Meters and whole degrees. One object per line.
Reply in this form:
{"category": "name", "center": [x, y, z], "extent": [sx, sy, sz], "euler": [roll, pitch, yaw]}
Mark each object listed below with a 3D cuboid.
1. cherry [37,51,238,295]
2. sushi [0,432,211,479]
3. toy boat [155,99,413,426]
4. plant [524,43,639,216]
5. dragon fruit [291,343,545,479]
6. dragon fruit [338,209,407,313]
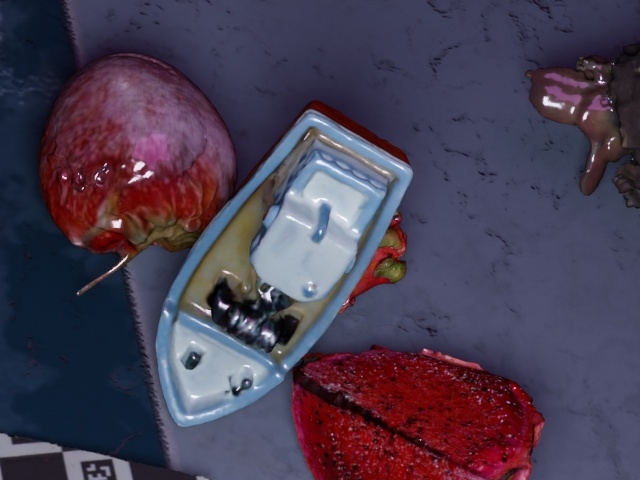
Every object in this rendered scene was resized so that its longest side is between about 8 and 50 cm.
{"category": "cherry", "center": [-0.186, -0.090, 1.844], "extent": [0.192, 0.175, 0.250], "euler": [-23, 49, 2]}
{"category": "sushi", "center": [-0.274, 0.290, 1.633], "extent": [0.294, 0.059, 0.292], "euler": [14, 41, 5]}
{"category": "toy boat", "center": [-0.048, 0.039, 1.712], "extent": [0.145, 0.332, 0.133], "euler": [30, 28, -11]}
{"category": "plant", "center": [0.367, -0.122, 2.006], "extent": [0.234, 0.204, 0.178], "euler": [-12, 73, 26]}
{"category": "dragon fruit", "center": [0.087, 0.194, 1.752], "extent": [0.261, 0.163, 0.189], "euler": [28, 96, 32]}
{"category": "dragon fruit", "center": [0.000, 0.000, 1.856], "extent": [0.172, 0.166, 0.160], "euler": [28, 68, -23]}
